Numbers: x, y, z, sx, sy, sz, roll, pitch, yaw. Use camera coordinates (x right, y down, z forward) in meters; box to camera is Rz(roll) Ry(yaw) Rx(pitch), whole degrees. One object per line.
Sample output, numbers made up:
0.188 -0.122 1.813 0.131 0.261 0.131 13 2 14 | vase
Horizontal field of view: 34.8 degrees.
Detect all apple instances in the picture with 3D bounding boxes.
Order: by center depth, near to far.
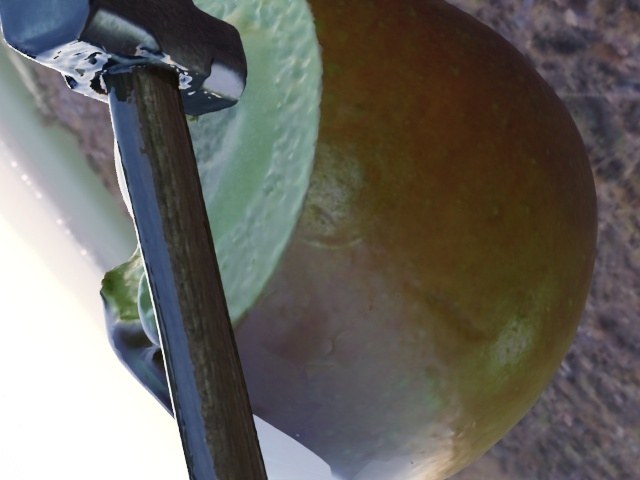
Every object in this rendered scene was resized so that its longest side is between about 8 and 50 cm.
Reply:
0.000 0.000 0.750 0.384 0.374 0.374 32 167 3 | apple

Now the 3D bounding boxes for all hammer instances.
-0.037 0.071 0.376 0.111 0.043 0.365 11 -117 -64 | hammer

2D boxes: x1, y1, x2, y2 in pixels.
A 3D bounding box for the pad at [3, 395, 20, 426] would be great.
-0.301 0.114 0.624 0.315 0.063 0.375 -5 -106 -53 | pad
